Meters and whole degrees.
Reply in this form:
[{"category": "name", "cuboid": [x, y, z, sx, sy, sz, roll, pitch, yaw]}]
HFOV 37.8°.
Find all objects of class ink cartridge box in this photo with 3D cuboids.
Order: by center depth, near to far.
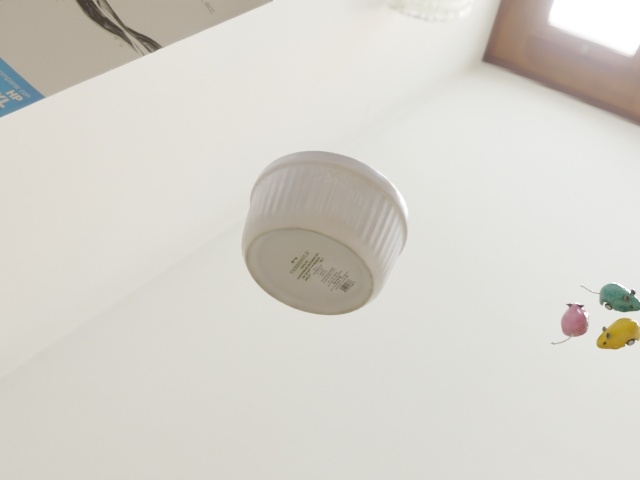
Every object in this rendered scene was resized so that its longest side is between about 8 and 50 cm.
[{"category": "ink cartridge box", "cuboid": [-0.271, -0.347, 1.074, 0.394, 0.166, 0.286, -19, -123, 14]}]

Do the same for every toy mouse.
[{"category": "toy mouse", "cuboid": [0.394, 0.097, 1.325, 0.161, 0.031, 0.143, -17, -143, 7]}]

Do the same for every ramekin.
[{"category": "ramekin", "cuboid": [0.000, 0.000, 1.154, 0.207, 0.207, 0.109, 16, -130, 4]}]
